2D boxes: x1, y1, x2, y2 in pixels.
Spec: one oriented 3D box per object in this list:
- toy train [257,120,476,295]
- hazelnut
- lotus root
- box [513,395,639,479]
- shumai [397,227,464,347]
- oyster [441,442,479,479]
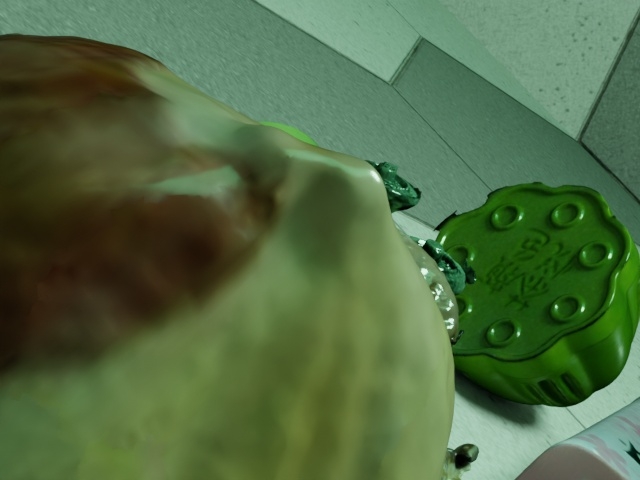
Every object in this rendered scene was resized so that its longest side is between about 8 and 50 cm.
[{"bbox_3d":[0.000,0.000,1.196,0.157,0.105,0.253,23,20,-22],"label":"toy train"},{"bbox_3d":[-0.074,0.037,0.608,0.261,0.241,0.261,40,21,-19],"label":"hazelnut"},{"bbox_3d":[0.187,0.069,1.406,0.186,0.186,0.186,40,15,-13],"label":"lotus root"},{"bbox_3d":[0.243,0.209,1.220,0.190,0.112,0.370,48,16,12],"label":"box"},{"bbox_3d":[0.011,0.060,1.031,0.145,0.145,0.116,49,-17,19],"label":"shumai"},{"bbox_3d":[0.046,0.138,1.046,0.106,0.061,0.200,29,8,15],"label":"oyster"}]
